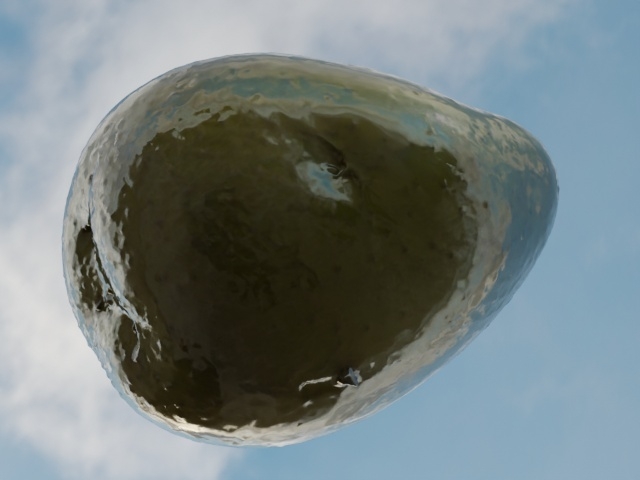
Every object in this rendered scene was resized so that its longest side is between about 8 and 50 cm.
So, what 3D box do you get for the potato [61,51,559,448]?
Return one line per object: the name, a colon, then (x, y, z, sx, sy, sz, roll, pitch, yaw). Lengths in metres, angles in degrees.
potato: (0.000, 0.000, 0.706, 0.194, 0.157, 0.157, -13, -66, -21)
